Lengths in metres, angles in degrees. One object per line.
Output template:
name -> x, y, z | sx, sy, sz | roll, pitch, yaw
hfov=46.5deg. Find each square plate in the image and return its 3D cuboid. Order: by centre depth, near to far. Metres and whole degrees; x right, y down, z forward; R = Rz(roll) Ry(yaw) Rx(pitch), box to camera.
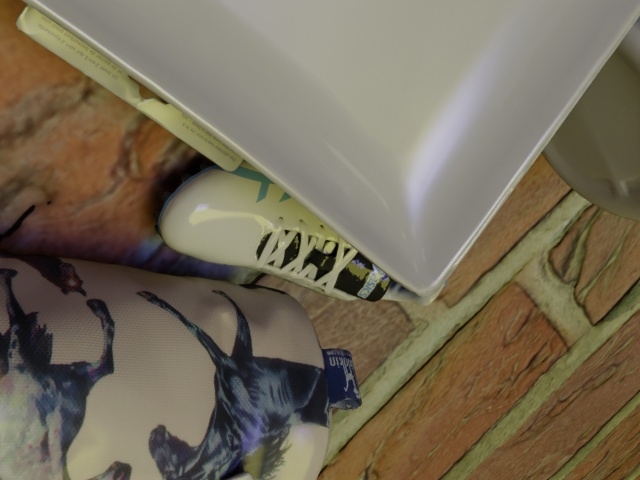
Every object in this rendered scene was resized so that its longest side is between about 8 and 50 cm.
square plate -> 0.040, -0.191, 0.343 | 0.347, 0.049, 0.344 | 36, 90, -34

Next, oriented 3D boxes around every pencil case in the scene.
pencil case -> -0.173, 0.087, 0.387 | 0.411, 0.183, 0.159 | 12, 115, -41

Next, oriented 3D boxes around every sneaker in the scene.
sneaker -> 0.000, 0.000, 0.519 | 0.237, 0.086, 0.085 | 11, 117, -40

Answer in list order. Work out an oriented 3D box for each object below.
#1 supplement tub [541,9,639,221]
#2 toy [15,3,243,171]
supplement tub -> 0.313, -0.167, 0.541 | 0.316, 0.193, 0.193 | -34, 136, -11
toy -> -0.034, -0.170, 0.380 | 0.137, 0.056, 0.237 | 34, 94, -41
